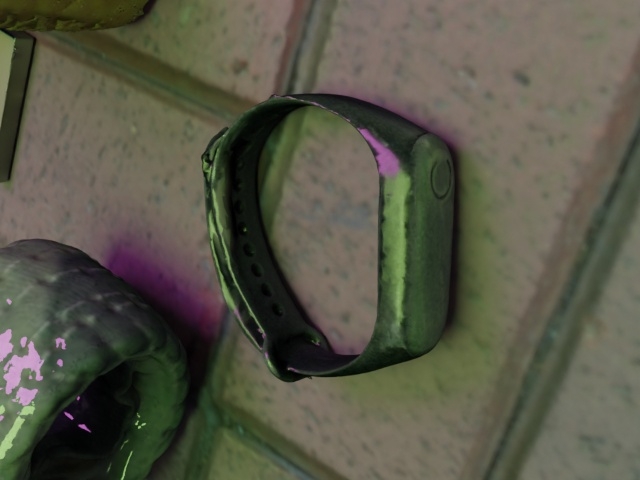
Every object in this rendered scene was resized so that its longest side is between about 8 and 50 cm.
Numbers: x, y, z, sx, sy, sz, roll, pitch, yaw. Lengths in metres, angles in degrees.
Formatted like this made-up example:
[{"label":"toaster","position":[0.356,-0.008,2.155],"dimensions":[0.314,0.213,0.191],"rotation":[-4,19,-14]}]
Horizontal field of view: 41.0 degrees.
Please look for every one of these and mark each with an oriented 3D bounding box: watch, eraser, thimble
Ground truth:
[{"label":"watch","position":[0.000,0.000,0.607],"dimensions":[0.192,0.068,0.207],"rotation":[6,100,37]},{"label":"eraser","position":[-0.327,-0.143,0.822],"dimensions":[0.103,0.023,0.150],"rotation":[32,116,25]},{"label":"thimble","position":[-0.228,0.130,0.702],"dimensions":[0.171,0.204,0.250],"rotation":[33,121,25]}]

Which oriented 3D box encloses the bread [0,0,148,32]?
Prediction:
[{"label":"bread","position":[-0.266,-0.294,0.588],"dimensions":[0.248,0.315,0.279],"rotation":[39,109,20]}]
